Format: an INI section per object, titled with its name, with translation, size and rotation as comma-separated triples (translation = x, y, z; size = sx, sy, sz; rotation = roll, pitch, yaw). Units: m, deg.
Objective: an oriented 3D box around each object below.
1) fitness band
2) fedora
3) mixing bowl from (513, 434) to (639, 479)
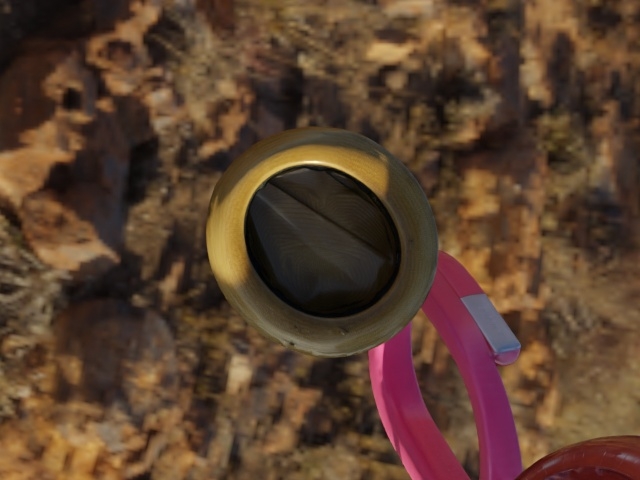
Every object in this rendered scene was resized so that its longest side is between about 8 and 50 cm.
[fitness band]
translation = 0.110, 0.134, 1.433
size = 0.054, 0.291, 0.209
rotation = -5, 124, -19
[fedora]
translation = 0.000, 0.000, 1.306
size = 0.079, 0.194, 0.194
rotation = -160, -110, -85
[mixing bowl]
translation = 0.148, 0.171, 0.800
size = 0.098, 0.181, 0.181
rotation = 43, 62, -52
